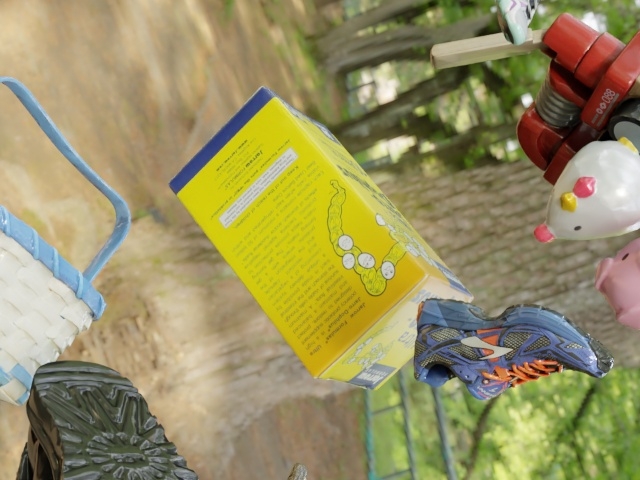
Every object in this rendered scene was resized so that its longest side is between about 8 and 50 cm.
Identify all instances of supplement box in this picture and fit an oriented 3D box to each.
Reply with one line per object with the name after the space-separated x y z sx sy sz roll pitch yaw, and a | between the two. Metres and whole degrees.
0.000 0.000 1.518 0.356 0.195 0.194 51 12 24 | supplement box

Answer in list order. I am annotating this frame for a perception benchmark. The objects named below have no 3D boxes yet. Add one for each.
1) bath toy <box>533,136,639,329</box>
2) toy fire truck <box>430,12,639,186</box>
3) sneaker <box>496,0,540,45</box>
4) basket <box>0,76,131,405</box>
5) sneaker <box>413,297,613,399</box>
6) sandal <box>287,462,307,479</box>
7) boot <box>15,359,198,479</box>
0.322 0.054 1.057 0.348 0.129 0.151 59 3 28 | bath toy
0.250 -0.154 1.219 0.246 0.158 0.217 37 -23 11 | toy fire truck
0.177 -0.204 0.933 0.038 0.069 0.098 69 11 -53 | sneaker
-0.341 0.005 1.209 0.289 0.201 0.255 -58 134 -25 | basket
0.174 0.111 1.061 0.083 0.221 0.087 31 71 -36 | sneaker
-0.027 0.421 1.798 0.219 0.060 0.090 95 12 -51 | sandal
-0.199 0.292 0.972 0.348 0.131 0.260 50 -56 58 | boot
